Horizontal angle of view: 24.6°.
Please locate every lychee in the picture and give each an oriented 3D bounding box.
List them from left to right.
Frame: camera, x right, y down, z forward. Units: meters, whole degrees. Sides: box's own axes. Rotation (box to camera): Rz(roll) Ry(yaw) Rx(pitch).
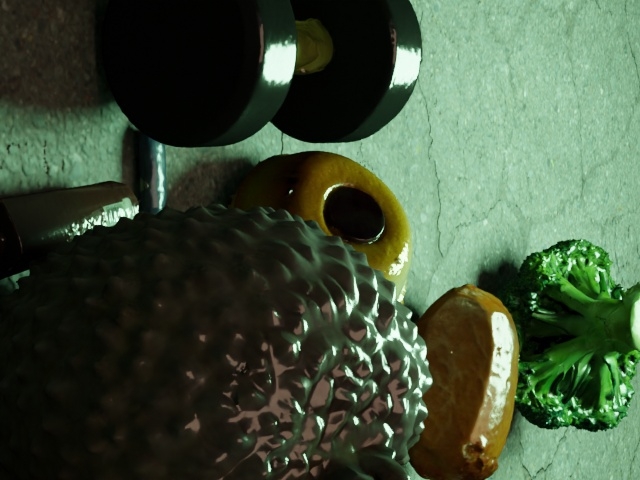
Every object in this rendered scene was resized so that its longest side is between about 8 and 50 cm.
[{"bbox_3d":[-0.102,0.144,1.260,0.380,0.432,0.380,-19,117,-42],"label":"lychee"}]

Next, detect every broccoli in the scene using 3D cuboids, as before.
[{"bbox_3d":[0.385,0.146,2.157,0.297,0.297,0.298,2,84,-26],"label":"broccoli"}]

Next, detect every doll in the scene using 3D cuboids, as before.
[{"bbox_3d":[-0.174,-0.062,1.512,0.037,0.027,0.125,2,86,-58],"label":"doll"}]

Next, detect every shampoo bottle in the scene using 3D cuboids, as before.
[{"bbox_3d":[-0.264,-0.006,1.339,0.236,0.067,0.068,-18,86,-54],"label":"shampoo bottle"}]

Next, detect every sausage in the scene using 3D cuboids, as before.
[{"bbox_3d":[0.184,0.191,1.955,0.141,0.153,0.268,62,37,-71],"label":"sausage"}]

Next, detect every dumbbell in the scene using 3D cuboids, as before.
[{"bbox_3d":[-0.054,-0.200,1.532,0.322,0.203,0.204,-8,97,-56],"label":"dumbbell"}]

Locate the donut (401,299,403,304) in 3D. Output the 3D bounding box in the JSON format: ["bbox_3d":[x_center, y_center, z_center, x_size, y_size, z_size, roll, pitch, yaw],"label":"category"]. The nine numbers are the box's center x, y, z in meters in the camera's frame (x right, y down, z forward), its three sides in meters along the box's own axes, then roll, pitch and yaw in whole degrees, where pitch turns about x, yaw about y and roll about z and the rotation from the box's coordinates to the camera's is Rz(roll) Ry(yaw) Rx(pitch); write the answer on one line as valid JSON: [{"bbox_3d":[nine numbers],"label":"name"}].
[{"bbox_3d":[0.033,0.117,1.793,0.166,0.073,0.184,17,77,-57],"label":"donut"}]

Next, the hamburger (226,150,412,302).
[{"bbox_3d":[-0.002,0.002,1.646,0.237,0.147,0.237,18,52,-25],"label":"hamburger"}]
